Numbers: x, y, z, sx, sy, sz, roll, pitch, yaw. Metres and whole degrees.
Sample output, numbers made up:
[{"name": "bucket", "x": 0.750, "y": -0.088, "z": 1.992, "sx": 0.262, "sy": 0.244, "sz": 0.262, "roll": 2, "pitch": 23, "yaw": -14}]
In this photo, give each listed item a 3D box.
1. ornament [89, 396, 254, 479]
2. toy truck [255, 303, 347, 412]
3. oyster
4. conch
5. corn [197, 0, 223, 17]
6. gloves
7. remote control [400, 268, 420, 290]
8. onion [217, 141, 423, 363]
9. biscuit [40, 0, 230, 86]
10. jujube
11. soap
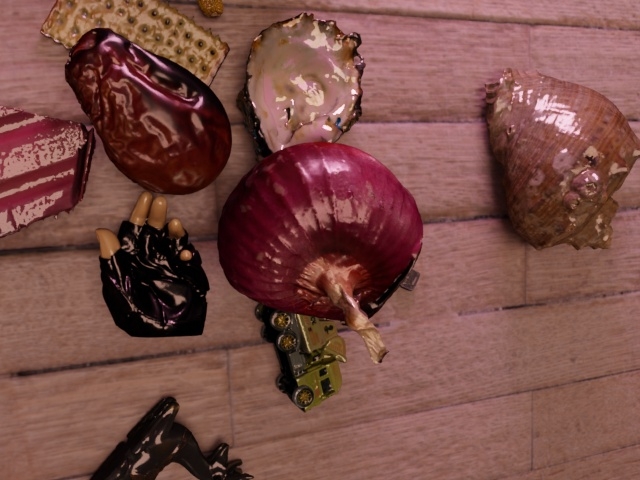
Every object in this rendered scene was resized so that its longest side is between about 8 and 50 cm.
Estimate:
[{"name": "ornament", "x": -0.211, "y": 0.386, "z": 0.872, "sx": 0.236, "sy": 0.080, "sz": 0.202, "roll": 45, "pitch": 77, "yaw": -18}, {"name": "toy truck", "x": -0.023, "y": 0.164, "z": 0.916, "sx": 0.116, "sy": 0.085, "sz": 0.191, "roll": -19, "pitch": 99, "yaw": -22}, {"name": "oyster", "x": -0.026, "y": -0.213, "z": 0.877, "sx": 0.198, "sy": 0.092, "sz": 0.259, "roll": 7, "pitch": 84, "yaw": -20}, {"name": "conch", "x": 0.439, "y": -0.153, "z": 0.991, "sx": 0.297, "sy": 0.210, "sz": 0.352, "roll": -34, "pitch": 108, "yaw": -29}, {"name": "corn", "x": -0.166, "y": -0.374, "z": 0.834, "sx": 0.037, "sy": 0.037, "sz": 0.092, "roll": -11, "pitch": 99, "yaw": -18}, {"name": "gloves", "x": -0.235, "y": 0.034, "z": 0.811, "sx": 0.165, "sy": 0.124, "sz": 0.203, "roll": 5, "pitch": 77, "yaw": -34}, {"name": "remote control", "x": 0.128, "y": 0.053, "z": 0.993, "sx": 0.096, "sy": 0.014, "sz": 0.039, "roll": 28, "pitch": 86, "yaw": -19}, {"name": "onion", "x": -0.012, "y": -0.020, "z": 0.797, "sx": 0.231, "sy": 0.272, "sz": 0.256, "roll": 31, "pitch": 82, "yaw": -26}, {"name": "biscuit", "x": -0.257, "y": -0.290, "z": 0.821, "sx": 0.232, "sy": 0.016, "sz": 0.139, "roll": 28, "pitch": 86, "yaw": -20}, {"name": "jujube", "x": -0.225, "y": -0.167, "z": 0.755, "sx": 0.168, "sy": 0.168, "sz": 0.236, "roll": -48, "pitch": 124, "yaw": -9}, {"name": "soap", "x": -0.430, "y": -0.089, "z": 0.730, "sx": 0.289, "sy": 0.112, "sz": 0.182, "roll": -24, "pitch": 103, "yaw": -16}]
